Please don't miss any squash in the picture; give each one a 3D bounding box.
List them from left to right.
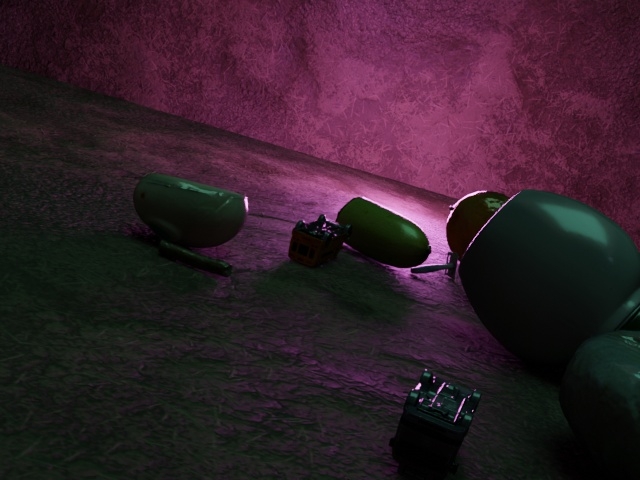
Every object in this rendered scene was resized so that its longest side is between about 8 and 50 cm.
[{"bbox_3d":[0.161,-0.007,2.009,0.133,0.132,0.247,3,19,-46],"label":"squash"}]

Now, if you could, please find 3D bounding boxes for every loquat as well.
[{"bbox_3d":[0.458,-0.024,2.259,0.238,0.238,0.193,21,9,18],"label":"loquat"}]

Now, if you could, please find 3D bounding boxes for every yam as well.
[{"bbox_3d":[-0.234,0.034,1.539,0.145,0.032,0.032,20,13,12],"label":"yam"}]

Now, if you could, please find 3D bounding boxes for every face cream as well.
[{"bbox_3d":[0.457,0.093,1.564,0.357,0.312,0.219,44,21,20],"label":"face cream"}]

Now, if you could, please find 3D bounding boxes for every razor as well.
[{"bbox_3d":[0.278,0.069,2.037,0.135,0.068,0.040,-6,21,-32],"label":"razor"}]

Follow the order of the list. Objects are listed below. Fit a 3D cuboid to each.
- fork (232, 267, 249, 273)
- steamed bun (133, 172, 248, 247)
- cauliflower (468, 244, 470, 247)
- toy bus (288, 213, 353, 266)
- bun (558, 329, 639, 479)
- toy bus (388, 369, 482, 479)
[{"bbox_3d":[-0.191,0.050,1.579,0.115,0.012,0.016,9,10,-12],"label":"fork"},{"bbox_3d":[-0.262,-0.055,1.654,0.228,0.130,0.177,11,4,-20],"label":"steamed bun"},{"bbox_3d":[0.481,0.049,1.900,0.315,0.238,0.256,-25,4,17],"label":"cauliflower"},{"bbox_3d":[0.000,0.000,1.863,0.083,0.088,0.194,22,16,18],"label":"toy bus"},{"bbox_3d":[0.505,0.258,1.156,0.362,0.211,0.362,19,13,-5],"label":"bun"},{"bbox_3d":[0.148,0.235,1.054,0.087,0.098,0.178,22,10,14],"label":"toy bus"}]
